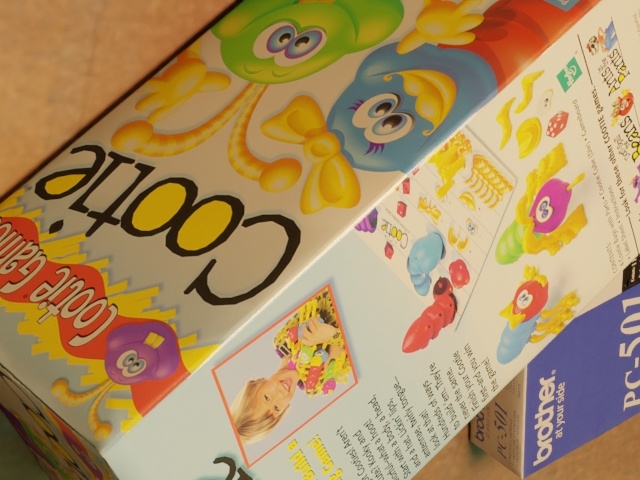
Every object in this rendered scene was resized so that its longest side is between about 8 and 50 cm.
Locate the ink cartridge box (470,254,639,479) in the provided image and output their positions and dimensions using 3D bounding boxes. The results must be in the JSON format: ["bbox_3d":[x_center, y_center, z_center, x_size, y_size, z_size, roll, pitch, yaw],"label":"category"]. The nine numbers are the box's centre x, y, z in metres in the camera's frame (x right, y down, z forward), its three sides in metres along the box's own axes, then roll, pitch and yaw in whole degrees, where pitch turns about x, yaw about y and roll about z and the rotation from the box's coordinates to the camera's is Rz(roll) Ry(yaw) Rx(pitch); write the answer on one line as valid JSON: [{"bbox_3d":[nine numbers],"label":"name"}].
[{"bbox_3d":[0.128,0.016,0.956,0.097,0.046,0.207,-24,130,-30],"label":"ink cartridge box"}]

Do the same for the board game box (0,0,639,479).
[{"bbox_3d":[0.000,0.000,0.750,0.275,0.142,0.144,-42,137,-17],"label":"board game box"}]
